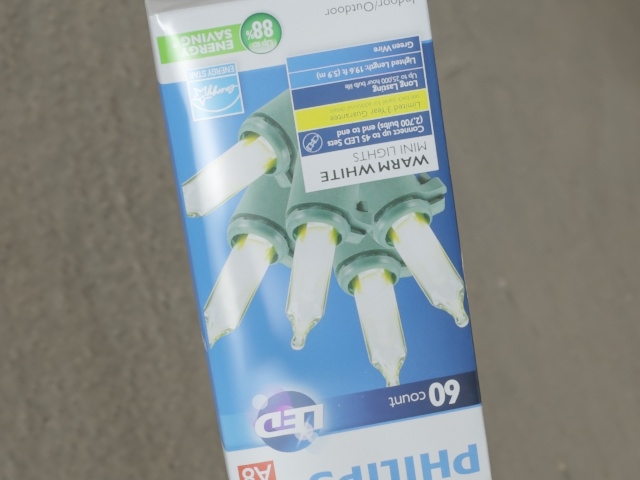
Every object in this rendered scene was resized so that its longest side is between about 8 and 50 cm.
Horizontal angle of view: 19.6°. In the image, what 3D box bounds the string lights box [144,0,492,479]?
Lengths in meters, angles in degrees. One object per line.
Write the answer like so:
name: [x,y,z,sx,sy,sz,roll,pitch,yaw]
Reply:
string lights box: [0.000,0.000,0.925,0.077,0.133,0.260,-117,-163,-75]
